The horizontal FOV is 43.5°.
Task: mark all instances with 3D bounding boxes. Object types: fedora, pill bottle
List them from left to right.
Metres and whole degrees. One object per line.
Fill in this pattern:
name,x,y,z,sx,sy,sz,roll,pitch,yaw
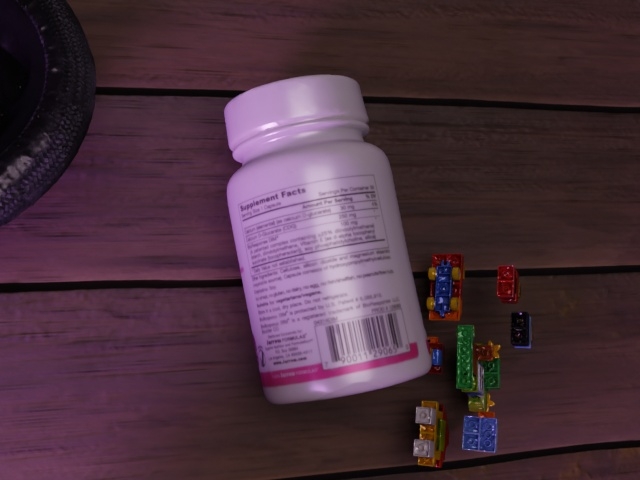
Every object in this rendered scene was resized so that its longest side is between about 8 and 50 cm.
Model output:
fedora,-0.355,-0.098,0.670,0.334,0.152,0.334,4,70,-10
pill bottle,0.000,0.000,0.760,0.160,0.160,0.283,-9,83,-17

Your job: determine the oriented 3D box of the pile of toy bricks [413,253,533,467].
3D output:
pile of toy bricks,0.158,0.125,0.820,0.118,0.105,0.212,0,74,22
